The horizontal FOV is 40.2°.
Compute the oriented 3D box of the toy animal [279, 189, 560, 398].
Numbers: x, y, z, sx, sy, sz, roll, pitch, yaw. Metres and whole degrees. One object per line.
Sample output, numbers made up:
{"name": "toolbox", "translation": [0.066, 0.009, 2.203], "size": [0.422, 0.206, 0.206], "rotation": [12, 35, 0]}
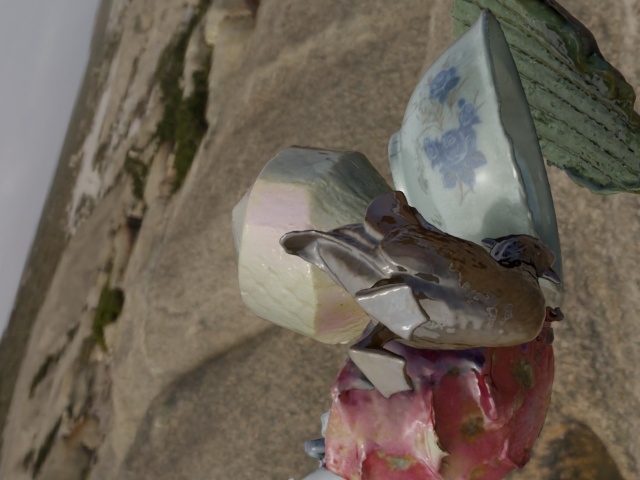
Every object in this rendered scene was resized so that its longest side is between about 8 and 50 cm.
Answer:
{"name": "toy animal", "translation": [0.071, 0.018, 0.611], "size": [0.179, 0.188, 0.089], "rotation": [-35, -38, -45]}

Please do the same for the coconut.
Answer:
{"name": "coconut", "translation": [0.000, 0.000, 1.097], "size": [0.259, 0.259, 0.259], "rotation": [-165, 90, -73]}

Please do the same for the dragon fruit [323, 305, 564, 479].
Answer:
{"name": "dragon fruit", "translation": [0.127, 0.110, 0.760], "size": [0.274, 0.161, 0.126], "rotation": [-51, -26, -23]}

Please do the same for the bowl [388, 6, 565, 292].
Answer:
{"name": "bowl", "translation": [0.160, -0.083, 0.959], "size": [0.313, 0.146, 0.313], "rotation": [-13, -90, -72]}

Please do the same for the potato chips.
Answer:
{"name": "potato chips", "translation": [0.295, -0.221, 1.193], "size": [0.070, 0.358, 0.429], "rotation": [-35, 41, -4]}

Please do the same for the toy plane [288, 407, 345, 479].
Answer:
{"name": "toy plane", "translation": [0.026, 0.312, 0.984], "size": [0.267, 0.122, 0.267], "rotation": [-33, 52, 58]}
